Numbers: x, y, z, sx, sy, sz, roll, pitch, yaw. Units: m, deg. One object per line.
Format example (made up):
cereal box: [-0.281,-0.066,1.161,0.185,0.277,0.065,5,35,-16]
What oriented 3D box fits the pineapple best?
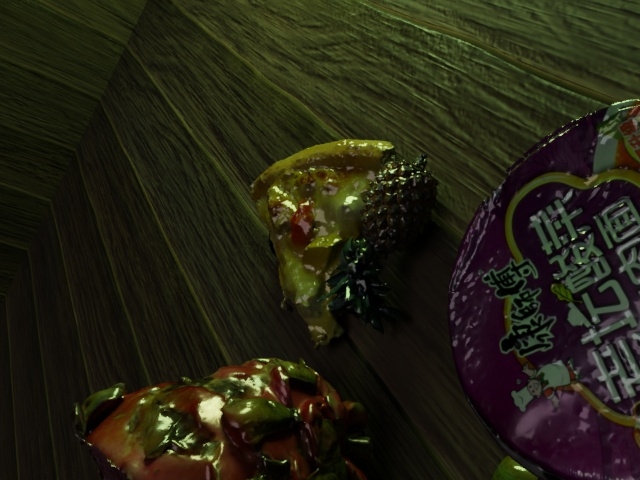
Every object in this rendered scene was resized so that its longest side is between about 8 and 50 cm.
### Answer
pineapple: [0.082,-0.001,0.755,0.221,0.103,0.083,-66,15,-1]

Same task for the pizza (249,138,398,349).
pizza: [0.000,0.000,0.852,0.280,0.075,0.287,-20,63,37]

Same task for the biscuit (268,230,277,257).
biscuit: [-0.047,-0.016,0.974,0.087,0.027,0.089,-29,52,40]

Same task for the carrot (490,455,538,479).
carrot: [0.143,0.359,0.522,0.074,0.074,0.358,8,82,53]

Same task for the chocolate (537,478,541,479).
chocolate: [0.224,0.207,0.439,0.149,0.125,0.080,-3,67,60]

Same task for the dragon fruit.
dragon fruit: [-0.079,0.257,0.718,0.296,0.314,0.263,20,44,40]

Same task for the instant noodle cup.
instant noodle cup: [0.245,0.055,0.433,0.251,0.190,0.251,-26,53,42]
